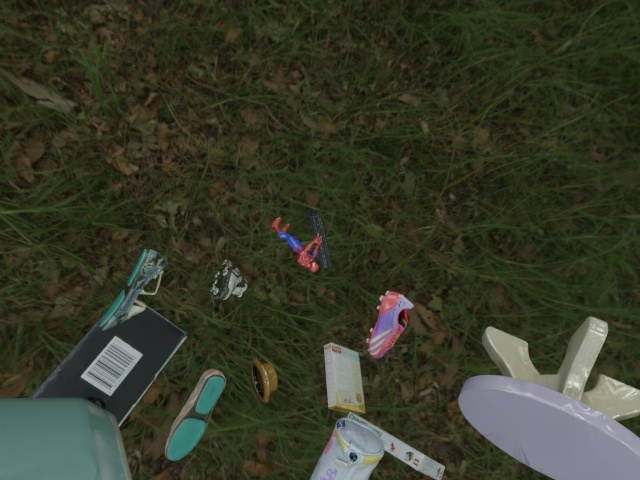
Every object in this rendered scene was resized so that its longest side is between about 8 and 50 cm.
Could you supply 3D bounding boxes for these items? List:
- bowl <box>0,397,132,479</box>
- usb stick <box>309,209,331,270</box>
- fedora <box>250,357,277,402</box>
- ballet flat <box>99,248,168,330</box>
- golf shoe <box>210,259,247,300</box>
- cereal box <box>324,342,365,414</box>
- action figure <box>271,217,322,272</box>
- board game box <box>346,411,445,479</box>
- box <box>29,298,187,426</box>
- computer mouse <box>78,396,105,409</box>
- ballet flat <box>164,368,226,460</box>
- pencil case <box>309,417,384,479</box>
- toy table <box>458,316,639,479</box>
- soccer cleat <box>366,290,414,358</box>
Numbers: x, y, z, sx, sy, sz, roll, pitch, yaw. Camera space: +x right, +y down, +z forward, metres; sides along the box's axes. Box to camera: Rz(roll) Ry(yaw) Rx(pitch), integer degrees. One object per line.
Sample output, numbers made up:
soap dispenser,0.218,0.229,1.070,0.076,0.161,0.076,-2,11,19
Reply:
bowl,-0.251,0.272,0.366,0.163,0.311,0.311,-10,80,-31
usb stick,0.000,0.000,1.825,0.045,0.077,0.278,-20,114,-14
fedora,-0.236,0.592,1.781,0.079,0.194,0.194,-10,80,-29
ballet flat,-0.373,0.109,0.844,0.070,0.070,0.188,32,91,-6
golf shoe,-0.306,0.148,1.450,0.120,0.273,0.105,38,97,-15
cereal box,0.091,0.526,1.581,0.173,0.047,0.240,32,40,-37
action figure,-0.059,-0.004,1.484,0.139,0.091,0.280,-45,50,10
board game box,0.248,0.698,1.415,0.193,0.305,0.053,47,66,-41
box,-0.820,0.500,1.605,0.297,0.472,0.480,40,59,-12
computer mouse,-0.661,0.464,1.172,0.071,0.242,0.041,-26,72,-28
ballet flat,-0.423,0.580,1.407,0.107,0.106,0.316,37,80,-28
pencil case,0.035,0.522,0.886,0.114,0.124,0.273,24,101,-2
toy table,0.373,0.253,0.653,0.274,0.252,0.161,32,48,10
soccer cleat,0.200,0.259,1.201,0.095,0.248,0.083,27,33,31
